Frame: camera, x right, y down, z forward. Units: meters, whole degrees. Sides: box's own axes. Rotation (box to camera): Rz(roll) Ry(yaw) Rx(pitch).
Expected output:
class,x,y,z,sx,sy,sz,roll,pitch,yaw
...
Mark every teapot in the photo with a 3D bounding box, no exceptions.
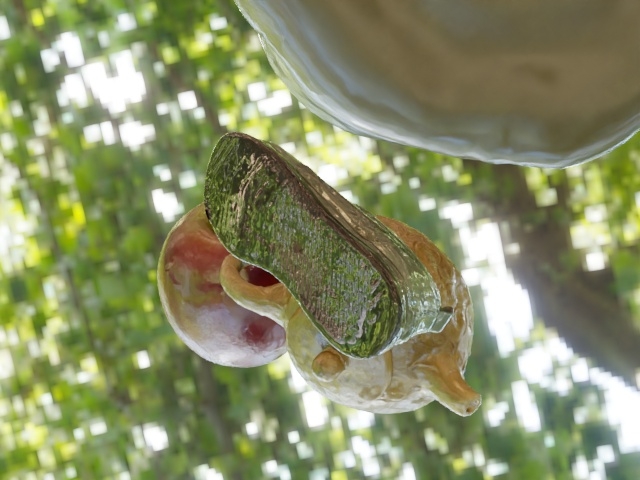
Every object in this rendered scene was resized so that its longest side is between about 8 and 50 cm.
class,x,y,z,sx,sy,sz,roll,pitch,yaw
teapot,0.029,0.085,1.912,0.311,0.203,0.167,26,-141,19

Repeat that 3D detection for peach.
class,x,y,z,sx,sy,sz,roll,pitch,yaw
peach,-0.084,0.051,2.105,0.197,0.197,0.197,-11,-165,3

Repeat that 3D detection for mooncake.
class,x,y,z,sx,sy,sz,roll,pitch,yaw
mooncake,0.092,-0.236,1.084,0.378,0.378,0.201,-14,-162,-9

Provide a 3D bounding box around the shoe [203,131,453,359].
class,x,y,z,sx,sy,sz,roll,pitch,yaw
shoe,0.000,0.000,1.607,0.098,0.103,0.275,1,-144,-46
